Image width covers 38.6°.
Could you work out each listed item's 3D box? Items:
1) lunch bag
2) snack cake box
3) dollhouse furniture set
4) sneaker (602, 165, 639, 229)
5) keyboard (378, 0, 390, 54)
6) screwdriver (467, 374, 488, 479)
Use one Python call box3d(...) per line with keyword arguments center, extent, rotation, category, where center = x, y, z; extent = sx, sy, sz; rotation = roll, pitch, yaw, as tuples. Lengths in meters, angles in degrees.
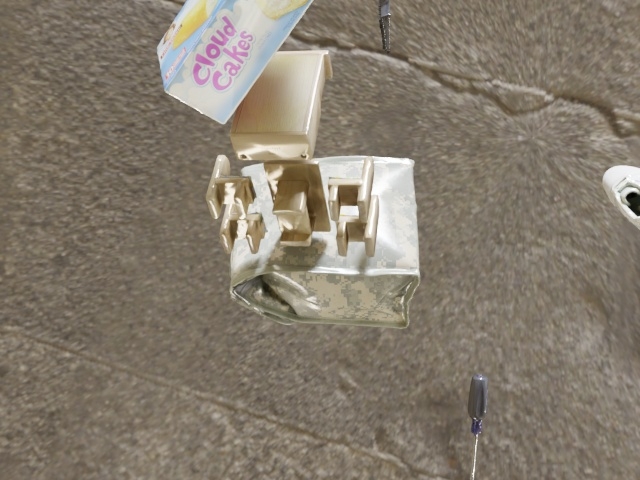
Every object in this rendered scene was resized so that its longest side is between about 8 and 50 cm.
box3d(center=(0.000, 0.000, 1.406), extent=(0.287, 0.169, 0.235), rotation=(3, 52, -3), category="lunch bag")
box3d(center=(-0.087, -0.289, 1.092), extent=(0.089, 0.152, 0.264), rotation=(28, 111, -29), category="snack cake box")
box3d(center=(-0.035, -0.110, 1.230), extent=(0.212, 0.161, 0.242), rotation=(1, 140, 11), category="dollhouse furniture set")
box3d(center=(0.350, -0.050, 1.011), extent=(0.061, 0.152, 0.053), rotation=(31, 109, -25), category="sneaker")
box3d(center=(0.118, -0.428, 1.699), extent=(0.023, 0.180, 0.108), rotation=(-1, 123, 3), category="keyboard")
box3d(center=(0.181, 0.241, 1.079), extent=(0.024, 0.025, 0.170), rotation=(3, 101, -5), category="screwdriver")
